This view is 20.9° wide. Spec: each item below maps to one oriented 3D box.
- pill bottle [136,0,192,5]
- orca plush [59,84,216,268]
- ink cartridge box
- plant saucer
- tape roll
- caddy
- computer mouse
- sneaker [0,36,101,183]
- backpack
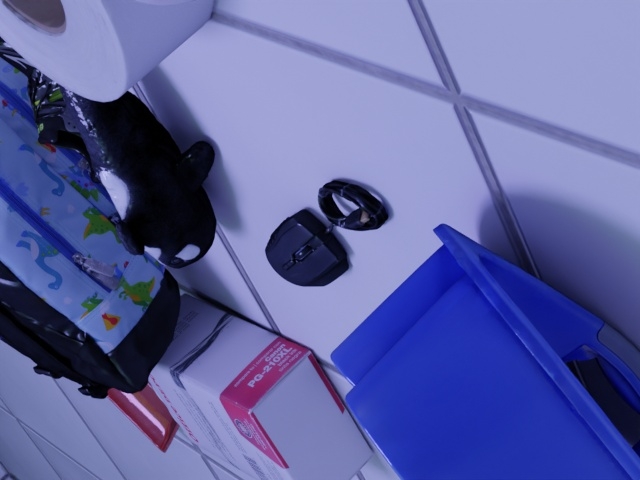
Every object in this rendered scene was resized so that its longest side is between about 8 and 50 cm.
[{"bbox_3d":[-0.103,-0.241,1.109,0.108,0.108,0.180,41,160,15],"label":"pill bottle"},{"bbox_3d":[-0.146,-0.091,1.582,0.151,0.102,0.287,-77,-30,-58],"label":"orca plush"},{"bbox_3d":[-0.079,0.173,1.886,0.237,0.100,0.172,21,149,48],"label":"ink cartridge box"},{"bbox_3d":[-0.275,0.161,2.347,0.259,0.048,0.258,44,160,4],"label":"plant saucer"},{"bbox_3d":[-0.215,-0.247,1.341,0.286,0.100,0.286,39,160,18],"label":"tape roll"},{"bbox_3d":[0.162,0.142,1.228,0.341,0.179,0.241,51,-176,-12],"label":"caddy"},{"bbox_3d":[0.000,0.000,1.473,0.071,0.041,0.242,47,160,0],"label":"computer mouse"},{"bbox_3d":[-0.253,-0.133,1.675,0.188,0.078,0.067,48,160,-3],"label":"sneaker"},{"bbox_3d":[-0.326,-0.026,1.832,0.355,0.273,0.290,32,172,-29],"label":"backpack"}]
